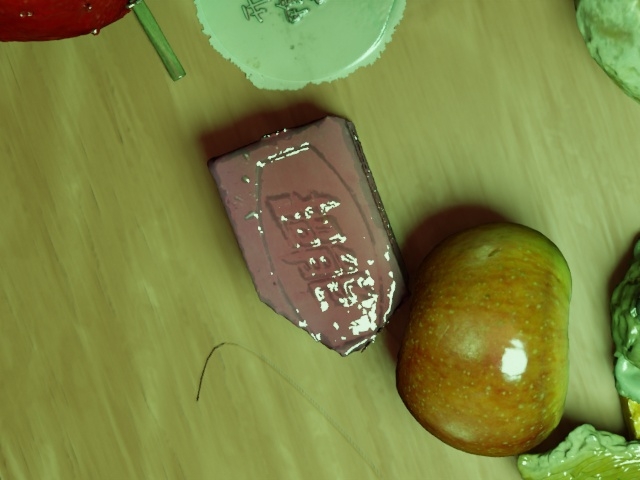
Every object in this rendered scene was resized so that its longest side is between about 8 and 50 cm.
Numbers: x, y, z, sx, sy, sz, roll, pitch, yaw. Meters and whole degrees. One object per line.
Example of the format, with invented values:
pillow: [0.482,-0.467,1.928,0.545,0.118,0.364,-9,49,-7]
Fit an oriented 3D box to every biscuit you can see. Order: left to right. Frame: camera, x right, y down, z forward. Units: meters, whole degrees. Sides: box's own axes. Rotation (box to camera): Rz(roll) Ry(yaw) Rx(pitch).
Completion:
biscuit: [0.337,0.242,1.120,0.228,0.031,0.176,-25,127,26]

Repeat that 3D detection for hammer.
hammer: [-0.202,-0.256,1.170,0.062,0.017,0.182,-28,94,9]

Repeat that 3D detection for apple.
apple: [0.164,0.099,1.079,0.173,0.210,0.235,4,83,11]

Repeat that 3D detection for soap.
soap: [0.000,0.000,1.141,0.162,0.099,0.250,-22,94,1]

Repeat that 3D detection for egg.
egg: [0.350,-0.221,1.028,0.233,0.195,0.195,44,99,-6]

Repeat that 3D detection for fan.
fan: [0.056,-0.314,1.137,0.414,0.012,0.233,-22,94,9]

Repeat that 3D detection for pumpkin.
pumpkin: [0.361,0.178,1.143,0.074,0.054,0.083,-12,74,4]

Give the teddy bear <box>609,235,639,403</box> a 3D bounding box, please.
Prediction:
teddy bear: [0.394,0.069,1.041,0.256,0.156,0.267,-1,69,47]

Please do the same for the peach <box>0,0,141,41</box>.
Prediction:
peach: [-0.289,-0.366,1.007,0.370,0.370,0.370,1,97,6]
